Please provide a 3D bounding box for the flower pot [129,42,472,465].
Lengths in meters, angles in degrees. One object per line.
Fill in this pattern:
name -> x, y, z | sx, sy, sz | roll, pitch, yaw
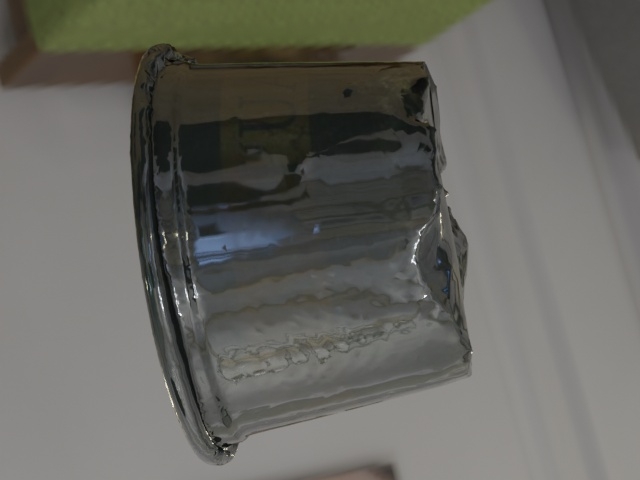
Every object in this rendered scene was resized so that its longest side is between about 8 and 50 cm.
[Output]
flower pot -> 0.000, 0.000, 0.604 | 0.107, 0.157, 0.157 | -6, 170, 6
